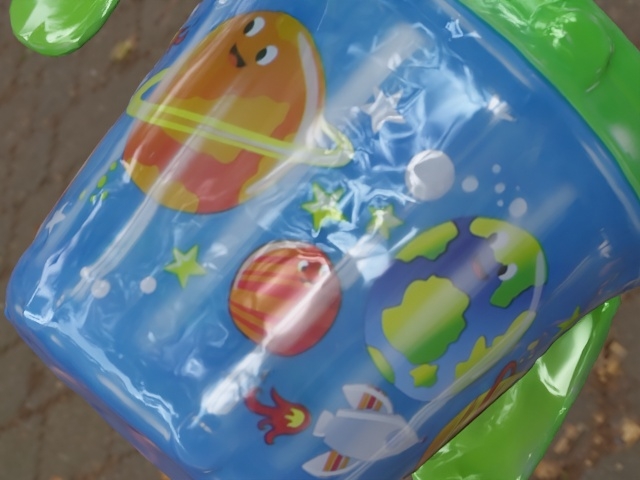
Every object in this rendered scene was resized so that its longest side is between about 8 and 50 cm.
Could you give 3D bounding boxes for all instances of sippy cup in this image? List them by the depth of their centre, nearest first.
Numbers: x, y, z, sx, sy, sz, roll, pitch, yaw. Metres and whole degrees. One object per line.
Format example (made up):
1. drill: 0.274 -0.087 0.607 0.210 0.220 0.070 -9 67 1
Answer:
1. sippy cup: 0.000 0.000 0.700 0.224 0.305 0.240 -48 5 -11
